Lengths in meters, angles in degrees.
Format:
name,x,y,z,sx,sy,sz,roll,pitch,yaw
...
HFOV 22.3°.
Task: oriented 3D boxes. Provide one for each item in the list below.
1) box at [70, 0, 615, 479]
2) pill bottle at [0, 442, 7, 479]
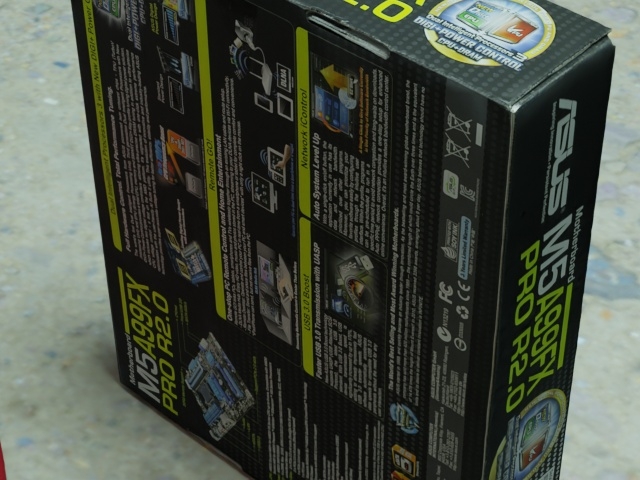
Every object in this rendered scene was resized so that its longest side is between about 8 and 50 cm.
name,x,y,z,sx,sy,sz,roll,pitch,yaw
box,0.000,0.000,0.646,0.216,0.270,0.060,30,50,32
pill bottle,-0.237,-0.002,0.539,0.229,0.408,0.229,0,40,0
